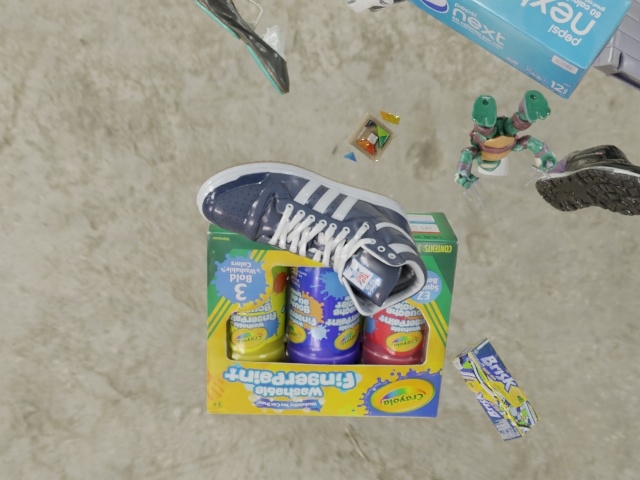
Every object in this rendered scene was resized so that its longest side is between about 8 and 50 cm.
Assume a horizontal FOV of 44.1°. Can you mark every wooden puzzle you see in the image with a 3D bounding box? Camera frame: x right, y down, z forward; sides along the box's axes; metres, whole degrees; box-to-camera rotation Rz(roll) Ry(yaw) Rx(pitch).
[{"bbox_3d":[0.096,-0.192,1.468,0.078,0.014,0.116,27,96,-21],"label":"wooden puzzle"}]

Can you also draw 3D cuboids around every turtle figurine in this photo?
[{"bbox_3d":[0.286,-0.149,1.267,0.175,0.234,0.118,-22,65,-6],"label":"turtle figurine"}]

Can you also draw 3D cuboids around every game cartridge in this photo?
[{"bbox_3d":[0.691,-0.416,1.632,0.355,0.068,0.230,13,80,-37],"label":"game cartridge"}]

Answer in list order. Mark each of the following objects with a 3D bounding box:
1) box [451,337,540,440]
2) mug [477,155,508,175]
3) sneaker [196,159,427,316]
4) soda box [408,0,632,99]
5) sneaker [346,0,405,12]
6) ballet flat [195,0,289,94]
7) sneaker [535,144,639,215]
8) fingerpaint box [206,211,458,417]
[{"bbox_3d":[0.304,0.259,1.372,0.059,0.054,0.169,-30,85,-37],"label":"box"},{"bbox_3d":[0.356,-0.173,1.624,0.062,0.078,0.064,1,109,-5],"label":"mug"},{"bbox_3d":[0.000,0.000,0.923,0.282,0.099,0.153,10,38,-26],"label":"sneaker"},{"bbox_3d":[0.143,-0.211,0.661,0.210,0.067,0.071,36,84,10],"label":"soda box"},{"bbox_3d":[0.091,-0.381,1.020,0.094,0.153,0.235,33,54,-37],"label":"sneaker"},{"bbox_3d":[-0.140,-0.437,1.658,0.096,0.095,0.280,-43,101,5],"label":"ballet flat"},{"bbox_3d":[0.501,-0.125,1.376,0.124,0.283,0.107,-46,110,-12],"label":"sneaker"},{"bbox_3d":[0.011,0.137,1.490,0.444,0.163,0.371,3,112,-3],"label":"fingerpaint box"}]
